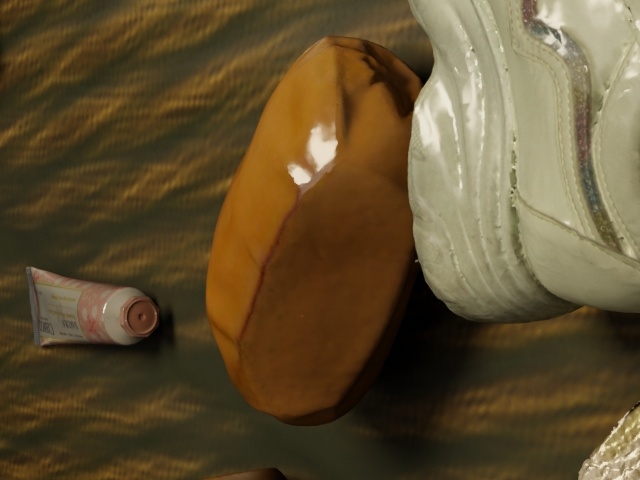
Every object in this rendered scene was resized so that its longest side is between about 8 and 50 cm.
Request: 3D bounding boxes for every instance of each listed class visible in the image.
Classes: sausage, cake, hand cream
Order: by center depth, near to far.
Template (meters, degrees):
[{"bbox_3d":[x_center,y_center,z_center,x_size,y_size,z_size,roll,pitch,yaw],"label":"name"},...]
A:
[{"bbox_3d":[0.187,0.090,0.814,0.121,0.065,0.052,-50,56,19],"label":"cake"},{"bbox_3d":[0.001,0.000,0.955,0.136,0.120,0.241,-96,21,-58],"label":"sausage"},{"bbox_3d":[-0.186,0.054,1.278,0.210,0.043,0.067,-1,98,58],"label":"hand cream"}]

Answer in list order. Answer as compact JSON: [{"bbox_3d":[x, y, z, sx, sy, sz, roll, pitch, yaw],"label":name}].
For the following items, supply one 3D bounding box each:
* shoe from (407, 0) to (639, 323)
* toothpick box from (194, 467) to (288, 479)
[{"bbox_3d":[0.139,-0.121,0.752,0.210,0.132,0.342,5,107,47],"label":"shoe"},{"bbox_3d":[-0.066,0.304,1.068,0.192,0.192,0.294,-21,77,52],"label":"toothpick box"}]
